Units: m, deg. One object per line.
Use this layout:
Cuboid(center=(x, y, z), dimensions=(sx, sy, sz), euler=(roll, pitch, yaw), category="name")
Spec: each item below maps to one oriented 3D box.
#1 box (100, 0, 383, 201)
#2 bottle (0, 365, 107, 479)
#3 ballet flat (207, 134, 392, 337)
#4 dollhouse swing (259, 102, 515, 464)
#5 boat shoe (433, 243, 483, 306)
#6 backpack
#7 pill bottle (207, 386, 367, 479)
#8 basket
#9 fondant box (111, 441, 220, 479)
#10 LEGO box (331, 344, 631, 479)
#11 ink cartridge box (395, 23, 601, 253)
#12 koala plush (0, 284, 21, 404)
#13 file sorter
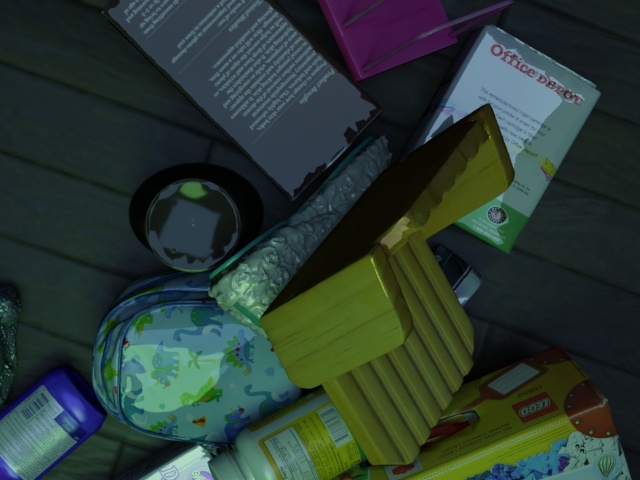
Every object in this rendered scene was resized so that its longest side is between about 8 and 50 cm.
Cuboid(center=(-0.111, -0.256, 1.694), dimensions=(0.191, 0.143, 0.381), euler=(-45, 96, 0), category="box")
Cuboid(center=(-0.455, 0.313, 1.741), dimensions=(0.283, 0.092, 0.118), euler=(-41, 94, 0), category="bottle")
Cuboid(center=(0.000, 0.000, 1.645), dimensions=(0.147, 0.147, 0.409), euler=(53, 49, -8), category="ballet flat")
Cuboid(center=(0.150, 0.079, 1.509), dimensions=(0.305, 0.315, 0.347), euler=(49, 46, -9), category="dollhouse swing")
Cuboid(center=(0.112, 0.138, 1.766), dimensions=(0.105, 0.113, 0.306), euler=(41, 88, -1), category="boat shoe")
Cuboid(center=(-0.151, 0.166, 1.692), dimensions=(0.356, 0.273, 0.290), euler=(10, 107, 6), category="backpack")
Cuboid(center=(-0.042, 0.288, 1.583), dimensions=(0.208, 0.117, 0.117), euler=(-27, 97, -14), category="pill bottle")
Cuboid(center=(-0.177, -0.030, 1.664), dimensions=(0.204, 0.227, 0.154), euler=(-1, 96, -6), category="basket")
Cuboid(center=(-0.258, 0.474, 1.774), dimensions=(0.330, 0.096, 0.238), euler=(-31, 97, -2), category="fondant box")
Cuboid(center=(0.198, 0.431, 1.687), dimensions=(0.500, 0.193, 0.372), euler=(-23, 111, -2), category="LEGO box")
Cuboid(center=(0.253, -0.152, 1.745), dimensions=(0.201, 0.117, 0.278), euler=(29, 93, -7), category="ink cartridge box")
Cuboid(center=(-0.529, 0.179, 1.656), dimensions=(0.196, 0.221, 0.203), euler=(-4, 96, -5), category="koala plush")
Cuboid(center=(0.109, -0.407, 1.624), dimensions=(0.202, 0.182, 0.290), euler=(-26, 92, -34), category="file sorter")
